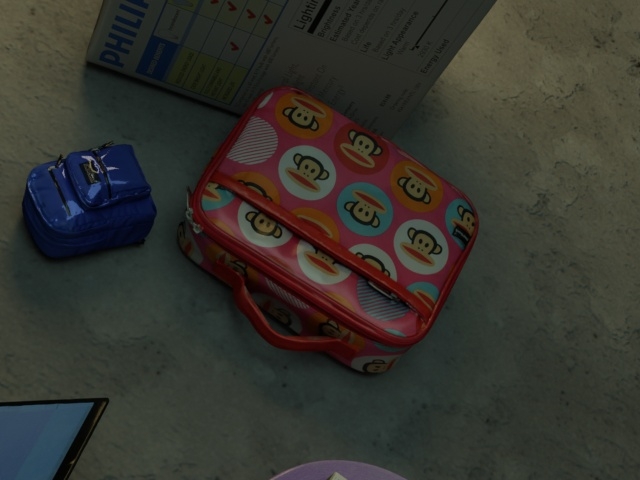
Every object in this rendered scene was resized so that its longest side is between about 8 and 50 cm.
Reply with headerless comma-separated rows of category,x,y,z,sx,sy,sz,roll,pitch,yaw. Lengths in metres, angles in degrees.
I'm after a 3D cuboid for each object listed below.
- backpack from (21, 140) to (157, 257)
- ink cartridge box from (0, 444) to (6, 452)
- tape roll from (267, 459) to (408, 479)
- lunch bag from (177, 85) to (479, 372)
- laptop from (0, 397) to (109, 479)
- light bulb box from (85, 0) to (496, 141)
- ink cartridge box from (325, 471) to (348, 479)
backpack,-0.237,-0.046,1.217,0.120,0.101,0.098,-16,63,-27
ink cartridge box,-0.251,0.306,1.011,0.218,0.092,0.158,44,54,3
tape roll,0.017,0.346,1.106,0.275,0.090,0.274,10,58,-17
lunch bag,0.000,0.000,1.290,0.293,0.120,0.258,32,58,-2
laptop,-0.345,0.156,0.952,0.264,0.136,0.234,40,34,-13
light bulb box,-0.021,-0.315,1.309,0.361,0.358,0.225,19,54,-14
ink cartridge box,0.041,0.268,1.089,0.115,0.029,0.063,36,53,-2
